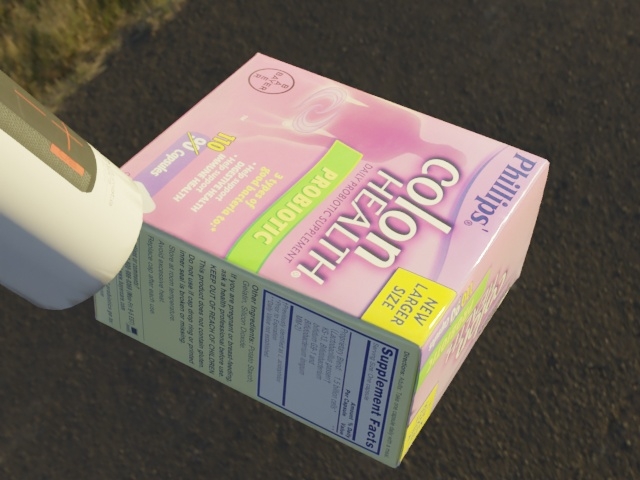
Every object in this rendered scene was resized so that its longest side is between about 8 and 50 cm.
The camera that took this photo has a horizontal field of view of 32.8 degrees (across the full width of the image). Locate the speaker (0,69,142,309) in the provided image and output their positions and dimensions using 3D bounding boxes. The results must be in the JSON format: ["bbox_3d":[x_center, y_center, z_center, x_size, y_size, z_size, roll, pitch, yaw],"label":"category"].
[{"bbox_3d":[-0.113,-0.031,0.317,0.055,0.136,0.055,-17,54,24],"label":"speaker"}]

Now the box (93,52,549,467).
[{"bbox_3d":[0.000,0.000,0.757,0.243,0.117,0.213,24,45,19],"label":"box"}]
